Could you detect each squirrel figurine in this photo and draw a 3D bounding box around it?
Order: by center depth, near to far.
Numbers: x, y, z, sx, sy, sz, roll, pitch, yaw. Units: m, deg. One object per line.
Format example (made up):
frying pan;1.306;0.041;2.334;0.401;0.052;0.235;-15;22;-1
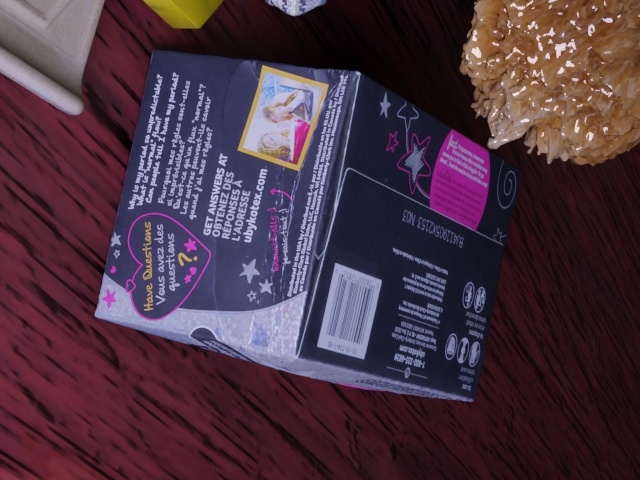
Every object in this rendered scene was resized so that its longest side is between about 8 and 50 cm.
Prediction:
squirrel figurine;0.207;-0.245;1.017;0.370;0.281;0.397;23;58;-24

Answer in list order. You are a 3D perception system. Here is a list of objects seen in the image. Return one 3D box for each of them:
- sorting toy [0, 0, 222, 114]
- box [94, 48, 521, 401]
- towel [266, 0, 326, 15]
sorting toy;-0.134;-0.184;0.766;0.307;0.041;0.229;34;63;-59
box;0.000;0.000;0.942;0.247;0.142;0.163;21;80;-60
towel;-0.012;-0.316;0.778;0.324;0.056;0.312;-89;-179;-58
